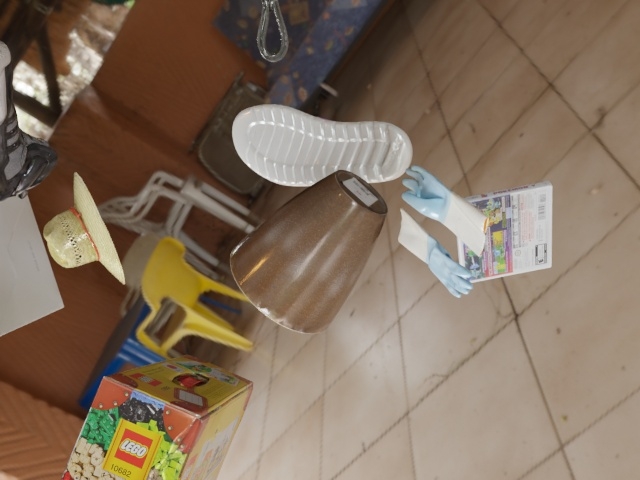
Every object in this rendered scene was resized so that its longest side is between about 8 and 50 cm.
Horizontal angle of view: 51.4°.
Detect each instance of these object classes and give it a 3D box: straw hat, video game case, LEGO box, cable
[{"bbox_3d":[-0.285,-0.003,0.769,0.061,0.144,0.144,-25,4,-22],"label":"straw hat"},{"bbox_3d":[0.358,-0.012,1.297,0.184,0.201,0.023,-11,36,3],"label":"video game case"},{"bbox_3d":[-0.331,0.455,1.360,0.500,0.193,0.372,52,-121,-82],"label":"LEGO box"},{"bbox_3d":[-0.111,-0.520,1.362,0.140,0.287,0.072,-22,34,1],"label":"cable"}]

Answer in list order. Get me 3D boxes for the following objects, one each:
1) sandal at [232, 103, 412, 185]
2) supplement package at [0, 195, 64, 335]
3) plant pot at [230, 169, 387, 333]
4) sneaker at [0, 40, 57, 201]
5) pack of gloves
[{"bbox_3d":[0.001,-0.195,1.437,0.102,0.417,0.169,-23,-57,-63],"label":"sandal"},{"bbox_3d":[-0.691,0.058,1.376,0.145,0.261,0.204,-13,8,22],"label":"supplement package"},{"bbox_3d":[0.000,0.000,1.114,0.230,0.215,0.215,-50,18,25],"label":"plant pot"},{"bbox_3d":[-0.483,-0.174,1.017,0.153,0.101,0.268,-22,-43,-62],"label":"sneaker"},{"bbox_3d":[0.198,-0.014,1.199,0.232,0.046,0.195,48,145,46],"label":"pack of gloves"}]
